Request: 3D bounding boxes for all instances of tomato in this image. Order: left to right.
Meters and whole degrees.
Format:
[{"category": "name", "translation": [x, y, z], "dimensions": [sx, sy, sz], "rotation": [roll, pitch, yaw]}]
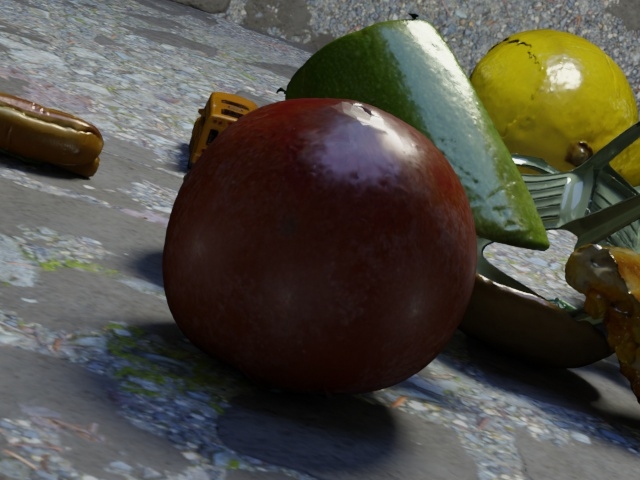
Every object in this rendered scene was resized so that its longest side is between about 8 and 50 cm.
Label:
[{"category": "tomato", "translation": [0.000, 0.000, 1.415], "dimensions": [0.265, 0.264, 0.265], "rotation": [18, 13, -4]}]

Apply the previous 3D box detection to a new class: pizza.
[{"category": "pizza", "translation": [0.363, 0.135, 1.656], "dimensions": [0.335, 0.086, 0.226], "rotation": [37, 39, -17]}]

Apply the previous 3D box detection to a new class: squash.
[{"category": "squash", "translation": [0.070, -0.066, 1.655], "dimensions": [0.111, 0.203, 0.288], "rotation": [7, 52, -46]}]

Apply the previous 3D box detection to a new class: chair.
[{"category": "chair", "translation": [0.299, -0.027, 1.833], "dimensions": [0.190, 0.275, 0.203], "rotation": [39, 48, -26]}]

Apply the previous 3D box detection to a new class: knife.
[{"category": "knife", "translation": [0.244, 0.085, 1.942], "dimensions": [0.054, 0.015, 0.212], "rotation": [36, 19, 31]}]

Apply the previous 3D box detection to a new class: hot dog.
[{"category": "hot dog", "translation": [-0.355, -0.129, 1.850], "dimensions": [0.250, 0.068, 0.100], "rotation": [17, 2, -19]}]

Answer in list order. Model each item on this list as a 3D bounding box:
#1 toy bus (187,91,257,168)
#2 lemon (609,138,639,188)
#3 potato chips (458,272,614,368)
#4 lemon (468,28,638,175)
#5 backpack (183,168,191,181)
[{"category": "toy bus", "translation": [-0.119, -0.135, 2.172], "dimensions": [0.083, 0.088, 0.194], "rotation": [16, 13, -8]}, {"category": "lemon", "translation": [0.489, -0.023, 2.059], "dimensions": [0.364, 0.364, 0.364], "rotation": [18, 13, -4]}, {"category": "potato chips", "translation": [0.196, 0.085, 1.731], "dimensions": [0.208, 0.061, 0.195], "rotation": [29, -7, -17]}, {"category": "lemon", "translation": [0.354, -0.191, 2.668], "dimensions": [0.297, 0.297, 0.297], "rotation": [18, 13, -4]}, {"category": "backpack", "translation": [-0.018, -0.003, 1.666], "dimensions": [0.253, 0.140, 0.207], "rotation": [14, 12, 8]}]
